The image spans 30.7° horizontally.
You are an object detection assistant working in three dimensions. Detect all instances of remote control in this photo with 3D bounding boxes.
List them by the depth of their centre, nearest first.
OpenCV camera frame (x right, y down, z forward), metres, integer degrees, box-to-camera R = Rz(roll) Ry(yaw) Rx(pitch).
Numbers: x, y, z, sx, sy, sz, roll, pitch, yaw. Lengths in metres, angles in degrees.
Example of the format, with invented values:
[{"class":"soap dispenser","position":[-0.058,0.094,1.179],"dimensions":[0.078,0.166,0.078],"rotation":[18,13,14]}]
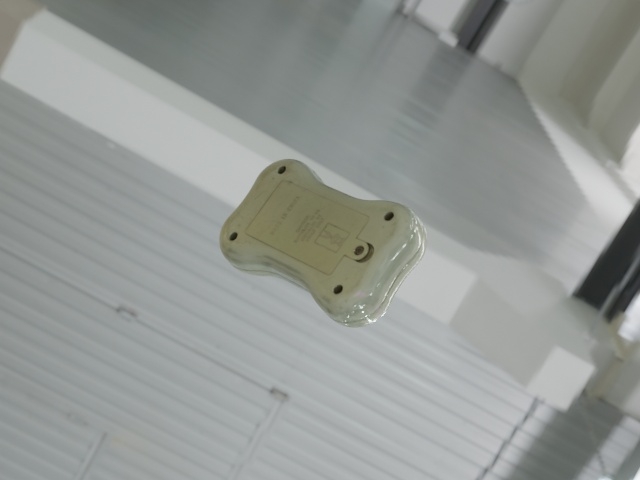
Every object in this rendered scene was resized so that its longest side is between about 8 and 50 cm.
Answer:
[{"class":"remote control","position":[0.000,0.000,0.650],"dimensions":[0.122,0.032,0.074],"rotation":[27,-104,39]}]
